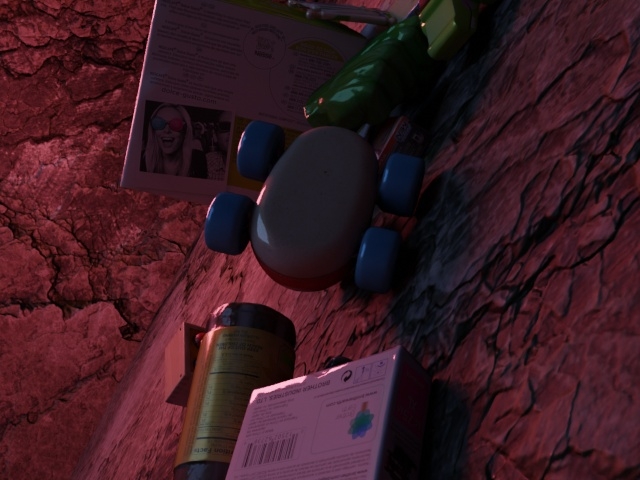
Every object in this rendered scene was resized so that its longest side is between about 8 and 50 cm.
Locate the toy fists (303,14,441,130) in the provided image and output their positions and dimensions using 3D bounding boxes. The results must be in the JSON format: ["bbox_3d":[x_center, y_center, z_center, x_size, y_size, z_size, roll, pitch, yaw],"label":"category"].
[{"bbox_3d":[0.090,-0.234,1.151,0.142,0.096,0.279,-33,11,37],"label":"toy fists"}]

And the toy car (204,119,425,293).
[{"bbox_3d":[0.000,0.000,1.019,0.238,0.219,0.210,85,-159,-58],"label":"toy car"}]

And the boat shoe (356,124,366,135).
[{"bbox_3d":[0.063,-0.134,1.256,0.135,0.050,0.045,-55,8,-16],"label":"boat shoe"}]

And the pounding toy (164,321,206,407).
[{"bbox_3d":[-0.162,0.192,1.290,0.100,0.141,0.130,-53,31,31],"label":"pounding toy"}]

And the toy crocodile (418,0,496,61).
[{"bbox_3d":[0.192,-0.378,1.140,0.115,0.105,0.341,-44,22,50],"label":"toy crocodile"}]

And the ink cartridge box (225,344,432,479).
[{"bbox_3d":[-0.015,0.245,0.662,0.185,0.065,0.311,-23,34,36],"label":"ink cartridge box"}]

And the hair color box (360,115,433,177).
[{"bbox_3d":[0.087,-0.120,1.126,0.093,0.053,0.167,-60,15,0],"label":"hair color box"}]

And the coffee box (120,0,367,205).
[{"bbox_3d":[-0.139,-0.256,1.441,0.338,0.338,0.335,-109,32,-70],"label":"coffee box"}]

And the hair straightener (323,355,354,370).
[{"bbox_3d":[-0.020,0.205,0.922,0.230,0.047,0.089,-57,14,35],"label":"hair straightener"}]

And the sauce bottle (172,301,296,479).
[{"bbox_3d":[-0.096,0.234,0.837,0.111,0.111,0.344,-44,30,50],"label":"sauce bottle"}]

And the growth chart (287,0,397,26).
[{"bbox_3d":[0.038,-0.378,1.339,0.237,0.171,0.021,-121,36,-66],"label":"growth chart"}]

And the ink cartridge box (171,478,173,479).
[{"bbox_3d":[-0.243,0.441,1.234,0.206,0.045,0.208,-54,15,29],"label":"ink cartridge box"}]

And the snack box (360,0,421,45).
[{"bbox_3d":[0.148,-0.382,1.395,0.322,0.060,0.187,-43,25,53],"label":"snack box"}]
